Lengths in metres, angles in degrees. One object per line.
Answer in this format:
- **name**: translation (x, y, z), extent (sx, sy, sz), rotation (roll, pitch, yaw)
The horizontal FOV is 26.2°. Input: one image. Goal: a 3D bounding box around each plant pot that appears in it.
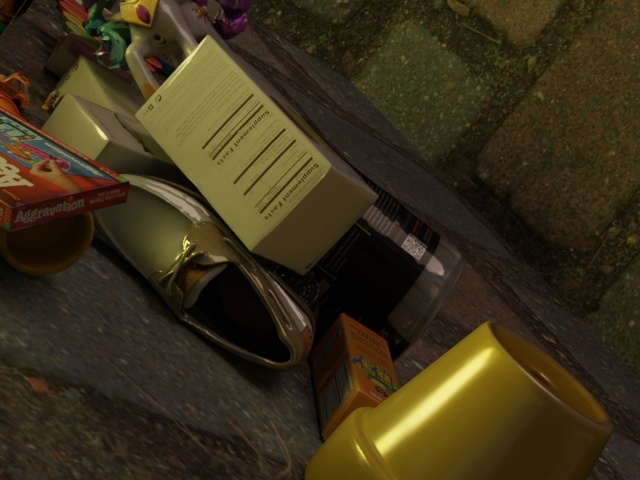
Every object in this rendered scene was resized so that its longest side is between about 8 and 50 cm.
- **plant pot**: translation (0.153, 0.220, 1.363), extent (0.254, 0.239, 0.254), rotation (37, 11, -9)

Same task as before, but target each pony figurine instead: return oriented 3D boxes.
- **pony figurine**: translation (-0.197, -0.306, 1.901), extent (0.363, 0.303, 0.351), rotation (60, 17, 3)

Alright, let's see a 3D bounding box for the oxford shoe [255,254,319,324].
- **oxford shoe**: translation (-0.099, 0.051, 1.667), extent (0.227, 0.083, 0.096), rotation (33, -27, 26)

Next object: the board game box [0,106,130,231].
- **board game box**: translation (-0.332, -0.091, 1.316), extent (0.281, 0.027, 0.145), rotation (29, 29, 30)

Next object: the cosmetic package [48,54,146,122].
- **cosmetic package**: translation (-0.271, -0.145, 1.829), extent (0.117, 0.085, 0.231), rotation (30, 16, -37)

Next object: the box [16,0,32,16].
- **box**: translation (-0.547, -0.476, 2.004), extent (0.312, 0.179, 0.343), rotation (37, 12, -8)

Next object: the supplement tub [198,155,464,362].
- **supplement tub**: translation (0.000, 0.000, 1.789), extent (0.338, 0.207, 0.207), rotation (38, 12, -4)

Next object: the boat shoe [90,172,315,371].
- **boat shoe**: translation (-0.131, 0.032, 1.522), extent (0.302, 0.113, 0.103), rotation (36, 10, -4)

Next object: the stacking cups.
- **stacking cups**: translation (-0.326, -0.076, 1.443), extent (0.096, 0.096, 0.316), rotation (29, 11, -36)

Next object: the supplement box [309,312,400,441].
- **supplement box**: translation (0.043, 0.172, 1.598), extent (0.078, 0.080, 0.233), rotation (33, 15, -14)

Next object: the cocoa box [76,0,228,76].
- **cocoa box**: translation (-0.327, -0.501, 2.608), extent (0.231, 0.228, 0.347), rotation (29, 15, -38)

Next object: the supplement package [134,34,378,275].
- **supplement package**: translation (-0.074, -0.097, 1.595), extent (0.244, 0.134, 0.139), rotation (48, 10, 27)

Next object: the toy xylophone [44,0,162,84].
- **toy xylophone**: translation (-0.325, -0.273, 2.138), extent (0.236, 0.081, 0.323), rotation (34, 13, -23)

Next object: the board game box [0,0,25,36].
- **board game box**: translation (-0.513, -0.395, 1.776), extent (0.305, 0.193, 0.053), rotation (33, 13, -24)

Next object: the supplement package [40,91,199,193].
- **supplement package**: translation (-0.244, -0.084, 1.632), extent (0.105, 0.105, 0.179), rotation (47, 15, 33)

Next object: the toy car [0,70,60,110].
- **toy car**: translation (-0.387, -0.203, 1.804), extent (0.060, 0.040, 0.122), rotation (40, 13, 6)
